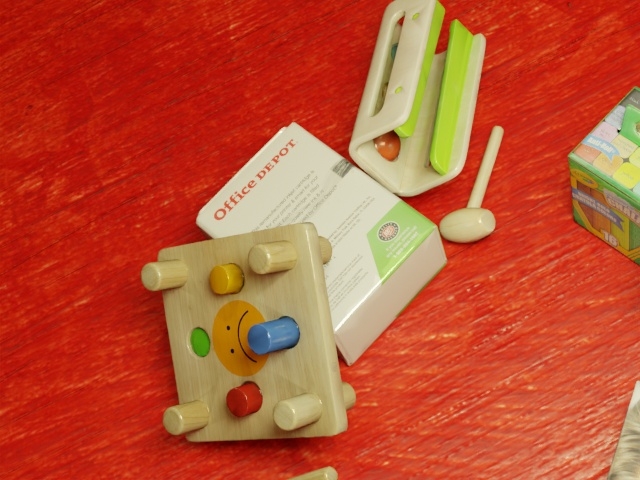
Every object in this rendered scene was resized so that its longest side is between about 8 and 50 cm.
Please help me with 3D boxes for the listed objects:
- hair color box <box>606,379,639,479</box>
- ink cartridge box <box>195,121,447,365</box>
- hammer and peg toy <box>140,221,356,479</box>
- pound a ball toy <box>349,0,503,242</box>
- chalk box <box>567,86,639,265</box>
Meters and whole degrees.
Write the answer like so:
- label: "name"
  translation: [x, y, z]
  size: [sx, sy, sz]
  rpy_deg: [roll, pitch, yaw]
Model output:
- label: "hair color box"
  translation: [0.491, 0.290, 1.236]
  size: [0.347, 0.105, 0.174]
  rpy_deg: [13, 67, 23]
- label: "ink cartridge box"
  translation: [0.000, 0.000, 1.531]
  size: [0.198, 0.115, 0.273]
  rpy_deg: [-46, 61, -10]
- label: "hammer and peg toy"
  translation: [-0.075, 0.170, 1.400]
  size: [0.266, 0.127, 0.361]
  rpy_deg: [-11, 88, 37]
- label: "pound a ball toy"
  translation: [0.146, -0.163, 1.571]
  size: [0.136, 0.208, 0.319]
  rpy_deg: [-22, 41, 40]
- label: "chalk box"
  translation: [0.395, -0.084, 1.401]
  size: [0.132, 0.213, 0.132]
  rpy_deg: [-45, 59, -10]
